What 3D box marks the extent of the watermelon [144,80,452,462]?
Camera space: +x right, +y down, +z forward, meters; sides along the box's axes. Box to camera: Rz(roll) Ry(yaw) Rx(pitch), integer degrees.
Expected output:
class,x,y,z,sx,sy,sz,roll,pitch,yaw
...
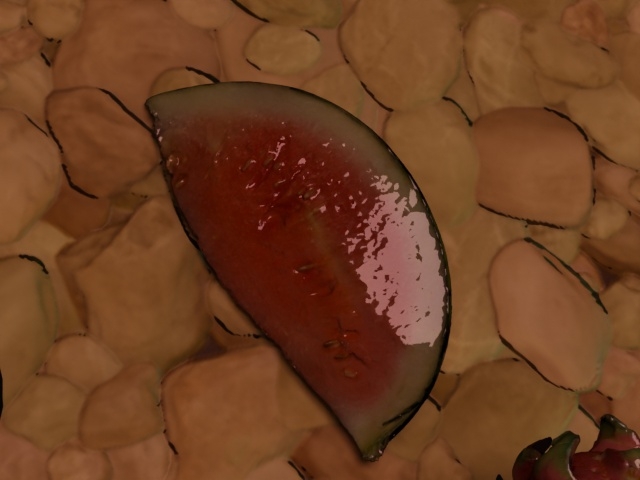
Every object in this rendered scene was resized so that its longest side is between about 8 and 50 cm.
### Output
class,x,y,z,sx,sy,sz,roll,pitch,yaw
watermelon,-0.001,-0.001,1.048,0.119,0.063,0.245,-30,79,-12

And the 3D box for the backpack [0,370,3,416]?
class,x,y,z,sx,sy,sz,roll,pitch,yaw
backpack,-0.378,-0.006,0.826,0.363,0.255,0.446,-36,95,-26

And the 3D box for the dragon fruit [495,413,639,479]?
class,x,y,z,sx,sy,sz,roll,pitch,yaw
dragon fruit,0.132,0.202,0.951,0.135,0.137,0.236,10,62,4
